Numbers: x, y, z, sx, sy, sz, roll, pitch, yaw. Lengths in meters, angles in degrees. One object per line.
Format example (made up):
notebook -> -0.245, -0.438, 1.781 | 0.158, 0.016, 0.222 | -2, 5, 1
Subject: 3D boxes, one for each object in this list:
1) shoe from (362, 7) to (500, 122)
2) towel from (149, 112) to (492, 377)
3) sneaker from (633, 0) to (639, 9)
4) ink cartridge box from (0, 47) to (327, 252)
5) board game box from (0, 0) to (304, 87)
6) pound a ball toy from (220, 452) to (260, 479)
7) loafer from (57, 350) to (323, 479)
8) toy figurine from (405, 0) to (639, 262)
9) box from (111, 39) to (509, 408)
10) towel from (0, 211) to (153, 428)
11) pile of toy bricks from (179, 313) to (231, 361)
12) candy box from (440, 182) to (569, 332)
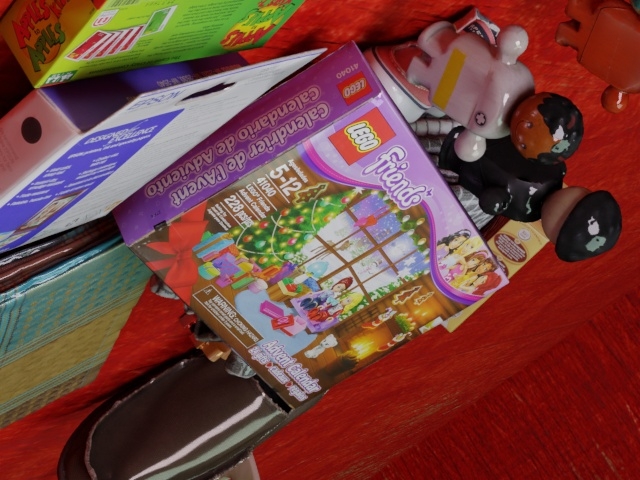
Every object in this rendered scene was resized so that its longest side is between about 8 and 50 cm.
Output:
shoe -> 0.089, -0.135, 1.352 | 0.081, 0.063, 0.178 | -39, 170, 17
towel -> 0.031, -0.009, 1.532 | 0.284, 0.121, 0.235 | -17, 159, -49
sneaker -> 0.241, -0.234, 1.080 | 0.124, 0.178, 0.295 | -26, 165, -28
ink cartridge box -> -0.125, -0.061, 1.068 | 0.208, 0.045, 0.206 | -33, 175, 30
board game box -> -0.076, -0.137, 0.988 | 0.181, 0.043, 0.092 | -17, 160, -49
pound a ball toy -> -0.220, 0.287, 2.070 | 0.319, 0.135, 0.208 | -39, 140, 25
loafer -> -0.108, 0.160, 1.814 | 0.366, 0.134, 0.130 | -35, 175, -38
toy figurine -> 0.183, -0.112, 1.291 | 0.213, 0.148, 0.209 | -47, 151, -10
box -> 0.000, 0.000, 1.321 | 0.201, 0.057, 0.293 | -31, 145, 6
towel -> -0.258, 0.091, 1.407 | 0.271, 0.040, 0.370 | -26, 167, -27
pile of toy bricks -> -0.033, 0.086, 1.760 | 0.118, 0.105, 0.212 | -39, 165, 25
candy box -> 0.199, 0.012, 2.055 | 0.186, 0.053, 0.109 | -49, -177, 39
